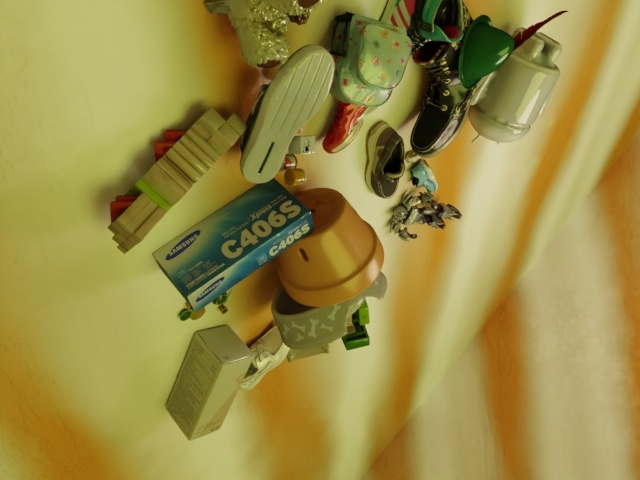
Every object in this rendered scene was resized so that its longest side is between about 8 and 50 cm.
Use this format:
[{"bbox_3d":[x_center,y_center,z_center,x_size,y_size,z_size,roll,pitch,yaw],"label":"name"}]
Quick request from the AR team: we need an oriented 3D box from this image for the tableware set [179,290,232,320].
[{"bbox_3d":[-0.306,0.180,1.685,0.154,0.024,0.104,7,121,-53],"label":"tableware set"}]

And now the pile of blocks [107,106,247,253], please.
[{"bbox_3d":[-0.312,-0.142,1.267,0.112,0.149,0.362,45,76,-16],"label":"pile of blocks"}]

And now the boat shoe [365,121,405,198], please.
[{"bbox_3d":[0.193,-0.208,1.774,0.103,0.092,0.285,-34,146,-19],"label":"boat shoe"}]

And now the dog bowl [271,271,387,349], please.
[{"bbox_3d":[0.013,0.154,1.768,0.349,0.349,0.102,-38,111,-14],"label":"dog bowl"}]

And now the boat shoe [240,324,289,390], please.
[{"bbox_3d":[-0.192,0.368,1.959,0.277,0.098,0.096,-52,149,12],"label":"boat shoe"}]

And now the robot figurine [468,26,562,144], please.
[{"bbox_3d":[0.570,-0.442,1.856,0.300,0.199,0.353,6,124,-25],"label":"robot figurine"}]

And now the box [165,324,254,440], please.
[{"bbox_3d":[-0.325,0.412,1.809,0.121,0.148,0.311,-7,132,-48],"label":"box"}]

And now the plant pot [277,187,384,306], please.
[{"bbox_3d":[0.000,0.000,1.635,0.291,0.291,0.203,-38,131,-14],"label":"plant pot"}]

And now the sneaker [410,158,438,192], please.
[{"bbox_3d":[0.325,-0.198,1.993,0.073,0.063,0.162,-30,146,9],"label":"sneaker"}]

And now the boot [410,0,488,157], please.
[{"bbox_3d":[0.314,-0.422,1.635,0.377,0.138,0.284,-56,148,8],"label":"boot"}]

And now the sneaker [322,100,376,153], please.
[{"bbox_3d":[0.052,-0.325,1.516,0.128,0.087,0.221,31,101,-41],"label":"sneaker"}]

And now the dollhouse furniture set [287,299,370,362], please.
[{"bbox_3d":[0.005,0.272,2.118,0.302,0.151,0.197,-12,128,-7],"label":"dollhouse furniture set"}]

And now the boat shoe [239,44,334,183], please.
[{"bbox_3d":[-0.094,-0.276,1.297,0.121,0.119,0.335,9,131,-37],"label":"boat shoe"}]

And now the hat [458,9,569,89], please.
[{"bbox_3d":[0.459,-0.454,1.513,0.173,0.184,0.208,-28,131,-45],"label":"hat"}]

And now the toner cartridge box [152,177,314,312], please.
[{"bbox_3d":[-0.202,0.001,1.475,0.348,0.165,0.075,-36,146,-17],"label":"toner cartridge box"}]

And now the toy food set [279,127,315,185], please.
[{"bbox_3d":[-0.048,-0.243,1.419,0.105,0.111,0.232,-11,104,-46],"label":"toy food set"}]

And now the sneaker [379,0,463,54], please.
[{"bbox_3d":[0.234,-0.477,1.439,0.124,0.178,0.295,-17,138,-39],"label":"sneaker"}]

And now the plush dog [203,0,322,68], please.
[{"bbox_3d":[-0.067,-0.475,1.130,0.225,0.210,0.262,-42,180,-35],"label":"plush dog"}]

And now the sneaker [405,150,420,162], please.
[{"bbox_3d":[0.292,-0.259,1.902,0.083,0.031,0.037,-19,153,-29],"label":"sneaker"}]

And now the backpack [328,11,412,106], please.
[{"bbox_3d":[0.102,-0.387,1.371,0.166,0.144,0.188,5,111,-34],"label":"backpack"}]

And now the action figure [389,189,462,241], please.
[{"bbox_3d":[0.340,-0.085,2.086,0.285,0.099,0.185,-2,140,-43],"label":"action figure"}]
